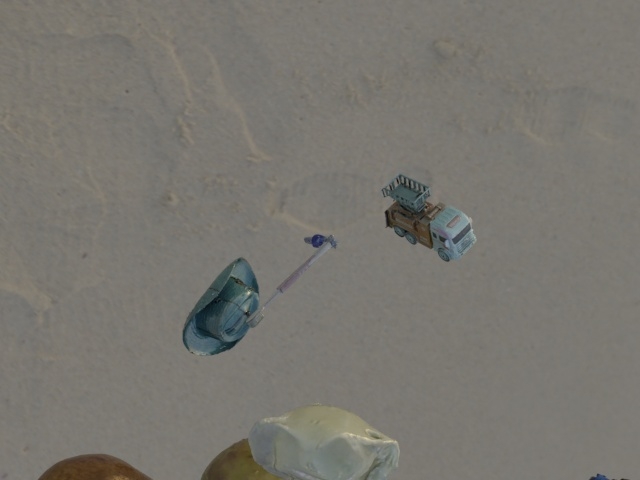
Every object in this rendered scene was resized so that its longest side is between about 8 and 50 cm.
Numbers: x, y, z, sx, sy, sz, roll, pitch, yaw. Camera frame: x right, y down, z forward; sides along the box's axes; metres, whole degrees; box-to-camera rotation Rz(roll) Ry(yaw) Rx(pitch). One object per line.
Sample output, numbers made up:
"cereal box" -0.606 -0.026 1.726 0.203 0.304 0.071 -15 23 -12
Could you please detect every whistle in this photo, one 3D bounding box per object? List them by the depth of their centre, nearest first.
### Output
"whistle" 0.000 0.000 1.783 0.029 0.083 0.033 -45 126 -41

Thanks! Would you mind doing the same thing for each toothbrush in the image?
"toothbrush" -0.050 0.068 1.403 0.194 0.014 0.017 -47 115 -23

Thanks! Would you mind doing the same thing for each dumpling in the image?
"dumpling" 0.001 0.127 0.511 0.076 0.052 0.057 -4 110 -33

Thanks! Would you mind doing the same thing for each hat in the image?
"hat" -0.155 0.124 1.529 0.191 0.078 0.138 -58 144 -15

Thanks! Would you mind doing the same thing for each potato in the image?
"potato" -0.088 0.487 1.594 0.237 0.301 0.288 -18 96 3

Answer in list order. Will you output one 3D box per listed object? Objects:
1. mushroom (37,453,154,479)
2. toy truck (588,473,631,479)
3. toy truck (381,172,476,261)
"mushroom" -0.339 0.456 1.194 0.345 0.260 0.345 4 86 -62
"toy truck" 0.206 0.295 0.751 0.208 0.126 0.113 -36 133 -41
"toy truck" 0.208 -0.044 1.692 0.080 0.178 0.115 -42 140 -22
